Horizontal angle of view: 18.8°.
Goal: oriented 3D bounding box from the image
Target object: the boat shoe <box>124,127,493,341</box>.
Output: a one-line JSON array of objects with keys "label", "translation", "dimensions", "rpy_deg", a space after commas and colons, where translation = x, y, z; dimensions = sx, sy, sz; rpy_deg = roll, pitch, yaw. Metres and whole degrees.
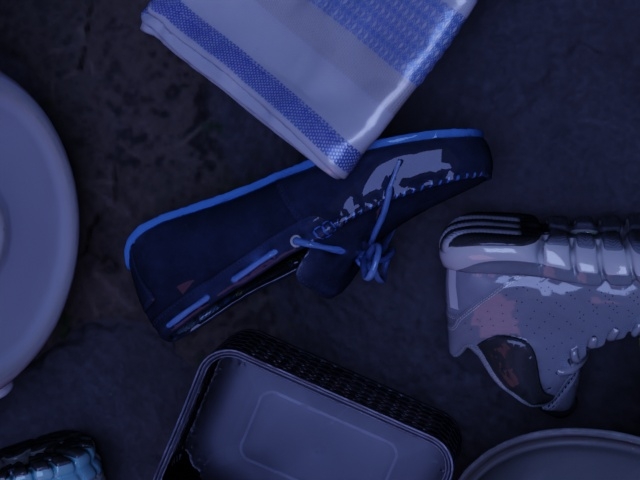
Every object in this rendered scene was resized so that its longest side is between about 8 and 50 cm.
[{"label": "boat shoe", "translation": [0.000, 0.000, 1.272], "dimensions": [0.258, 0.109, 0.089], "rpy_deg": [-21, 76, 24]}]

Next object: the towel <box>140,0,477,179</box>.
[{"label": "towel", "translation": [0.024, -0.201, 1.228], "dimensions": [0.209, 0.034, 0.285], "rpy_deg": [42, 100, 31]}]

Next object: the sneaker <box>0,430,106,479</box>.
[{"label": "sneaker", "translation": [-0.273, 0.231, 1.330], "dimensions": [0.283, 0.110, 0.122], "rpy_deg": [-17, 97, 10]}]

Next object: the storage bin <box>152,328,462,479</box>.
[{"label": "storage bin", "translation": [-0.007, 0.149, 1.293], "dimensions": [0.180, 0.084, 0.122], "rpy_deg": [24, 99, 6]}]

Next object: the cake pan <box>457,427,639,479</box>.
[{"label": "cake pan", "translation": [0.194, 0.251, 1.211], "dimensions": [0.293, 0.054, 0.293], "rpy_deg": [19, 130, 24]}]

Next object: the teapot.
[{"label": "teapot", "translation": [-0.293, -0.005, 1.264], "dimensions": [0.187, 0.252, 0.256], "rpy_deg": [4, 78, 38]}]

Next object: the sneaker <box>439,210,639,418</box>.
[{"label": "sneaker", "translation": [0.190, 0.054, 1.264], "dimensions": [0.229, 0.086, 0.132], "rpy_deg": [5, 108, 10]}]
